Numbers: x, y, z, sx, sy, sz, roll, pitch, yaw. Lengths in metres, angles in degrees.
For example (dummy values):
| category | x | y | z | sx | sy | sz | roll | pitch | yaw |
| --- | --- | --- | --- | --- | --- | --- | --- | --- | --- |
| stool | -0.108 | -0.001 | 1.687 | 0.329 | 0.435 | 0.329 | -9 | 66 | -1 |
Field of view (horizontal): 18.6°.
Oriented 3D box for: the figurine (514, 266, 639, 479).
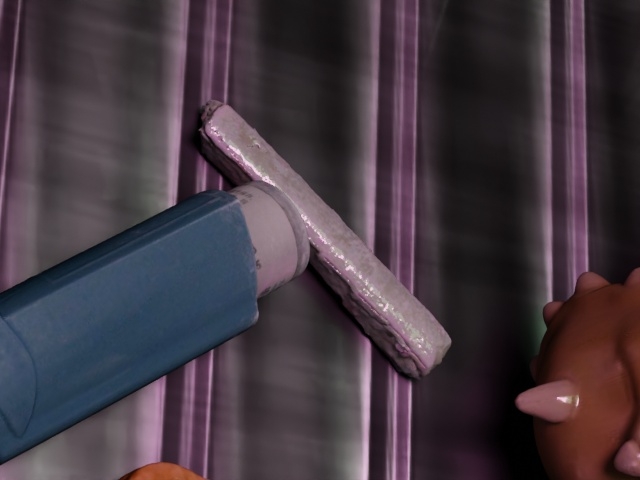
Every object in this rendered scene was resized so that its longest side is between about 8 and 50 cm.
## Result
| category | x | y | z | sx | sy | sz | roll | pitch | yaw |
| --- | --- | --- | --- | --- | --- | --- | --- | --- | --- |
| figurine | 0.210 | 0.090 | 1.173 | 0.177 | 0.173 | 0.247 | 61 | 25 | -24 |

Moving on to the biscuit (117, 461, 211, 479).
| category | x | y | z | sx | sy | sz | roll | pitch | yaw |
| --- | --- | --- | --- | --- | --- | --- | --- | --- | --- |
| biscuit | -0.140 | 0.240 | 0.972 | 0.334 | 0.047 | 0.202 | -18 | 84 | -34 |

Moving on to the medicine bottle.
| category | x | y | z | sx | sy | sz | roll | pitch | yaw |
| --- | --- | --- | --- | --- | --- | --- | --- | --- | --- |
| medicine bottle | -0.124 | 0.028 | 1.034 | 0.258 | 0.079 | 0.124 | -25 | 87 | -35 |

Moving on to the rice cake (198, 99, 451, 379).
| category | x | y | z | sx | sy | sz | roll | pitch | yaw |
| --- | --- | --- | --- | --- | --- | --- | --- | --- | --- |
| rice cake | 0.000 | -0.001 | 1.147 | 0.207 | 0.033 | 0.033 | 47 | 58 | -9 |
